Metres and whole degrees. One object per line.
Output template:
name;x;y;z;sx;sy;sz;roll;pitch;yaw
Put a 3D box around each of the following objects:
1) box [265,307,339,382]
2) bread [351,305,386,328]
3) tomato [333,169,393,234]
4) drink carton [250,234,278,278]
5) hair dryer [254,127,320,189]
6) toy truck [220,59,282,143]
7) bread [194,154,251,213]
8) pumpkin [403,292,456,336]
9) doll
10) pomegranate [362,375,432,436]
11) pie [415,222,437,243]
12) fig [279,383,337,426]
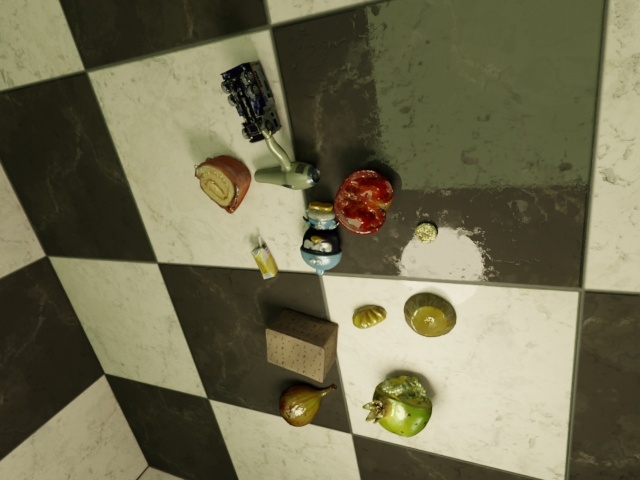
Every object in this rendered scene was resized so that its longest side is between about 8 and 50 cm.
box;-0.082;0.489;1.988;0.297;0.190;0.225;14;122;21
bread;0.198;0.342;1.828;0.157;0.094;0.083;-16;112;41
tomato;0.158;-0.138;1.560;0.201;0.139;0.232;23;90;6
drink carton;-0.265;0.072;1.922;0.075;0.084;0.199;-18;106;23
hair dryer;-0.183;-0.295;1.638;0.298;0.118;0.296;40;150;-28
toy truck;-0.242;-0.510;1.555;0.125;0.155;0.267;-9;114;31
bread;-0.413;-0.259;1.794;0.244;0.123;0.190;40;125;2
pumpkin;0.429;0.322;1.693;0.218;0.110;0.217;10;114;23
doll;0.000;0.000;1.713;0.177;0.141;0.313;8;116;19
pomegranate;0.327;0.721;1.824;0.261;0.341;0.260;-3;86;56
pie;0.396;-0.027;1.569;0.084;0.021;0.084;10;116;22
fig;-0.050;0.832;2.179;0.321;0.217;0.216;-25;103;12
